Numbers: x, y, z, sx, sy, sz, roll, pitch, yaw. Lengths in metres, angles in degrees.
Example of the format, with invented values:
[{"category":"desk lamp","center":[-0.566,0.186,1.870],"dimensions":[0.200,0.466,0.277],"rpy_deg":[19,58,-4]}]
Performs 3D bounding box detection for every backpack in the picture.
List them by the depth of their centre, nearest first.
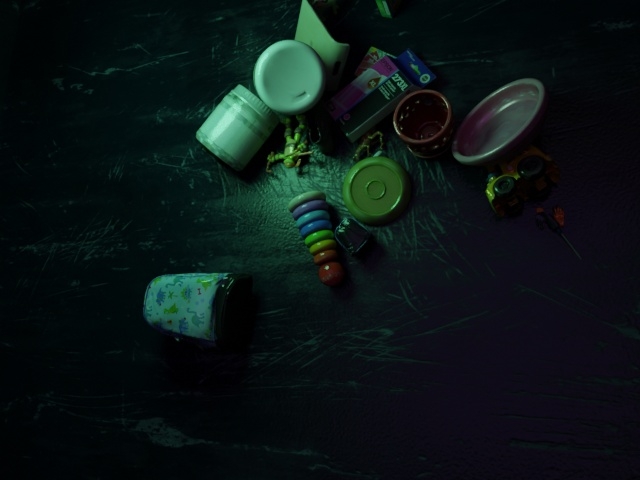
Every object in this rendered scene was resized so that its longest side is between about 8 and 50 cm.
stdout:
[{"category":"backpack","center":[0.112,-0.013,1.852],"dimensions":[0.114,0.084,0.105],"rpy_deg":[44,94,19]},{"category":"backpack","center":[-0.453,0.237,1.938],"dimensions":[0.355,0.273,0.290],"rpy_deg":[6,86,35]}]

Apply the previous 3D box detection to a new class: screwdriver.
[{"category":"screwdriver","center":[0.742,-0.010,1.645],"dimensions":[0.024,0.025,0.170],"rpy_deg":[-35,81,11]}]

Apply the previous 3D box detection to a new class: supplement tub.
[{"category":"supplement tub","center":[-0.117,-0.576,1.916],"dimensions":[0.241,0.331,0.241],"rpy_deg":[-2,107,-8]}]

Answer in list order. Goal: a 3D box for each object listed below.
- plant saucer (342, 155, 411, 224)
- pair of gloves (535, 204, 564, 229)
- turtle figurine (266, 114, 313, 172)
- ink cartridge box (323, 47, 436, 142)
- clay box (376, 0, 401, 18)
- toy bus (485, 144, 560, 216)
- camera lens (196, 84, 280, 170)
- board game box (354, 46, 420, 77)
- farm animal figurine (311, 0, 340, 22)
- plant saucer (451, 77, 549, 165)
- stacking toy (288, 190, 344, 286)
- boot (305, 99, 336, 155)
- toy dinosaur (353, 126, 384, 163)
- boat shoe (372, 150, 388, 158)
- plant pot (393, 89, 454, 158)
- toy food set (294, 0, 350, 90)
[{"category":"plant saucer","center":[0.191,-0.173,1.857],"dimensions":[0.241,0.037,0.241],"rpy_deg":[-1,87,12]},{"category":"pair of gloves","center":[0.712,-0.073,1.679],"dimensions":[0.083,0.010,0.074],"rpy_deg":[-7,75,20]},{"category":"turtle figurine","center":[-0.095,-0.354,2.005],"dimensions":[0.269,0.087,0.217],"rpy_deg":[-13,63,49]},{"category":"ink cartridge box","center":[0.205,-0.526,1.916],"dimensions":[0.371,0.069,0.176],"rpy_deg":[-36,63,7]},{"category":"clay box","center":[0.280,-0.957,1.997],"dimensions":[0.053,0.127,0.222],"rpy_deg":[26,88,24]},{"category":"toy bus","center":[0.596,-0.216,1.696],"dimensions":[0.220,0.149,0.211],"rpy_deg":[-36,54,12]},{"category":"camera lens","center":[-0.316,-0.417,2.041],"dimensions":[0.219,0.219,0.274],"rpy_deg":[41,93,24]},{"category":"board game box","center":[0.260,-0.605,1.972],"dimensions":[0.259,0.039,0.124],"rpy_deg":[33,91,22]},{"category":"farm animal figurine","center":[0.099,-1.011,2.054],"dimensions":[0.326,0.172,0.330],"rpy_deg":[12,82,23]},{"category":"plant saucer","center":[0.566,-0.353,1.684],"dimensions":[0.332,0.084,0.332],"rpy_deg":[-41,25,24]},{"category":"stacking toy","center":[0.000,0.000,1.872],"dimensions":[0.141,0.141,0.330],"rpy_deg":[-24,74,14]},{"category":"boot","center":[-0.010,-0.441,1.962],"dimensions":[0.083,0.161,0.246],"rpy_deg":[-19,71,15]},{"category":"toy dinosaur","center":[0.178,-0.375,1.928],"dimensions":[0.112,0.064,0.211],"rpy_deg":[22,85,25]},{"category":"boat shoe","center":[0.180,-0.254,1.906],"dimensions":[0.040,0.049,0.142],"rpy_deg":[41,91,24]},{"category":"plant pot","center":[0.354,-0.380,1.800],"dimensions":[0.191,0.174,0.191],"rpy_deg":[-5,76,22]},{"category":"toy food set","center":[0.006,-0.744,2.017],"dimensions":[0.092,0.220,0.306],"rpy_deg":[-19,67,-23]}]
